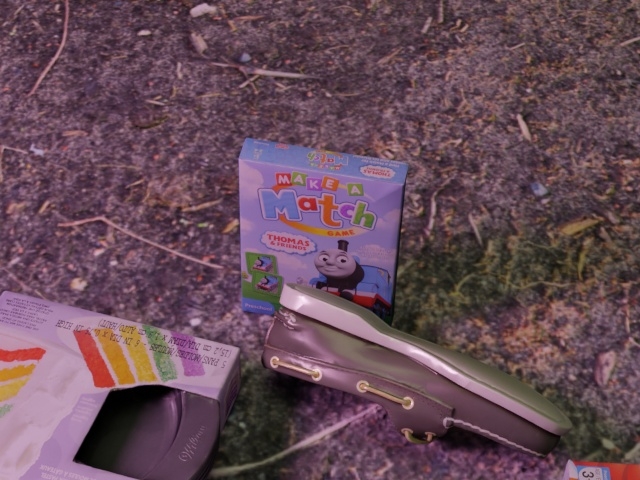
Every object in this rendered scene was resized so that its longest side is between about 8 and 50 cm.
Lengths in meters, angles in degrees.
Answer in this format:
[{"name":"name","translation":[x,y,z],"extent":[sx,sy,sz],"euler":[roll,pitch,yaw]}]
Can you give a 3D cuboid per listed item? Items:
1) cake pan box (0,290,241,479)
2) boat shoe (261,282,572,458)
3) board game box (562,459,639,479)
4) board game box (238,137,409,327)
[{"name":"cake pan box","translation":[-0.225,0.177,1.164],"extent":[0.266,0.070,0.246],"euler":[14,47,11]},{"name":"boat shoe","translation":[0.087,0.138,1.201],"extent":[0.305,0.091,0.109],"euler":[24,5,15]},{"name":"board game box","translation":[0.332,0.284,1.018],"extent":[0.275,0.144,0.142],"euler":[3,44,2]},{"name":"board game box","translation":[0.000,0.000,1.253],"extent":[0.160,0.212,0.039],"euler":[9,44,7]}]
